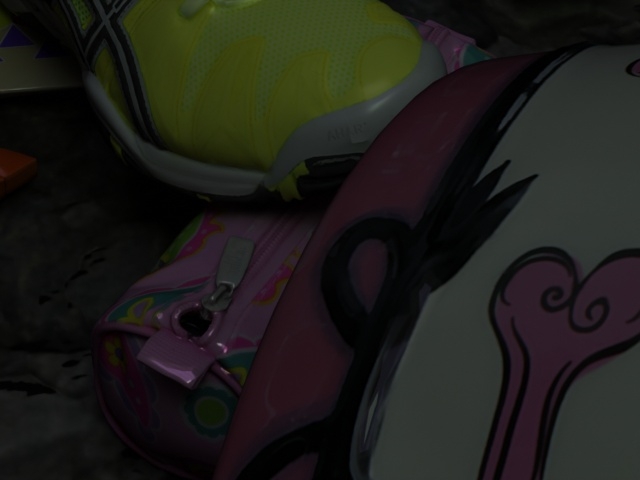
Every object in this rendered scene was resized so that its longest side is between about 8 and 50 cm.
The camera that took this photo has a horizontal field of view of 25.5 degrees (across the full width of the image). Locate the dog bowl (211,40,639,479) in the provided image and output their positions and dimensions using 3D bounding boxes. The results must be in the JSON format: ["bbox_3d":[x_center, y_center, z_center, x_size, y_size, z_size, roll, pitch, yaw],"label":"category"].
[{"bbox_3d":[0.094,0.115,0.506,0.150,0.408,0.408,14,50,24],"label":"dog bowl"}]

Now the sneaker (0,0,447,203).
[{"bbox_3d":[-0.089,-0.150,0.729,0.145,0.147,0.385,-35,49,-22],"label":"sneaker"}]

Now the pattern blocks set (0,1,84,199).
[{"bbox_3d":[-0.232,-0.130,0.852,0.325,0.026,0.285,0,53,-9],"label":"pattern blocks set"}]

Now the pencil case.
[{"bbox_3d":[0.000,0.000,0.733,0.124,0.124,0.284,30,54,14],"label":"pencil case"}]
